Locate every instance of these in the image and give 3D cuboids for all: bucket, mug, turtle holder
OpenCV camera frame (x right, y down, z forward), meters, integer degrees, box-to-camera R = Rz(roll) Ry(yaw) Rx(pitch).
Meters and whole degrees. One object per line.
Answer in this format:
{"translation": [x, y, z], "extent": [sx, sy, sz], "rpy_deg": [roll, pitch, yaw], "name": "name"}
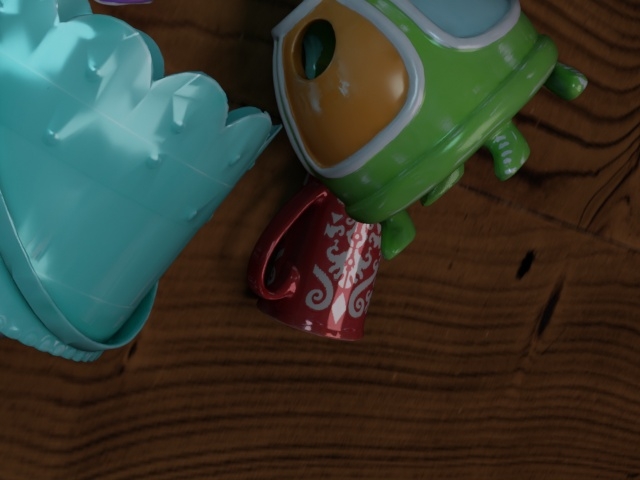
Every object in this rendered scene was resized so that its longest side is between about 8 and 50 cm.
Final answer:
{"translation": [-0.181, -0.067, 0.961], "extent": [0.183, 0.281, 0.281], "rpy_deg": [-57, 148, 4], "name": "bucket"}
{"translation": [0.010, 0.003, 1.593], "extent": [0.150, 0.113, 0.169], "rpy_deg": [-15, 124, -74], "name": "mug"}
{"translation": [0.097, -0.165, 1.471], "extent": [0.320, 0.227, 0.243], "rpy_deg": [-45, -174, -28], "name": "turtle holder"}

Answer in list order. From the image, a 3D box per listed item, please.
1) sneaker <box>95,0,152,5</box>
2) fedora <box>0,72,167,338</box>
{"translation": [-0.171, -0.260, 1.169], "extent": [0.161, 0.102, 0.282], "rpy_deg": [-58, 147, -1], "name": "sneaker"}
{"translation": [-0.247, -0.055, 1.184], "extent": [0.275, 0.124, 0.244], "rpy_deg": [-31, 135, -24], "name": "fedora"}
